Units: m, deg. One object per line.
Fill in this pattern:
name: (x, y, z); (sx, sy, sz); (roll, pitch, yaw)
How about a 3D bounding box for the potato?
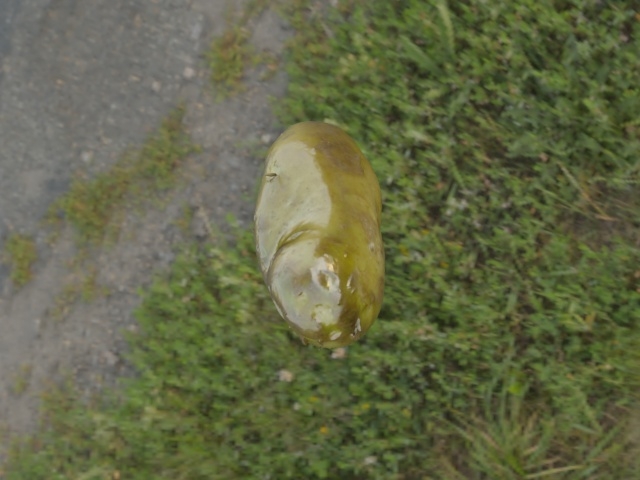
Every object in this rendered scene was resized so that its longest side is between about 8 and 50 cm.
potato: (0.000, 0.000, 0.375); (0.092, 0.045, 0.046); (-96, 21, -43)
